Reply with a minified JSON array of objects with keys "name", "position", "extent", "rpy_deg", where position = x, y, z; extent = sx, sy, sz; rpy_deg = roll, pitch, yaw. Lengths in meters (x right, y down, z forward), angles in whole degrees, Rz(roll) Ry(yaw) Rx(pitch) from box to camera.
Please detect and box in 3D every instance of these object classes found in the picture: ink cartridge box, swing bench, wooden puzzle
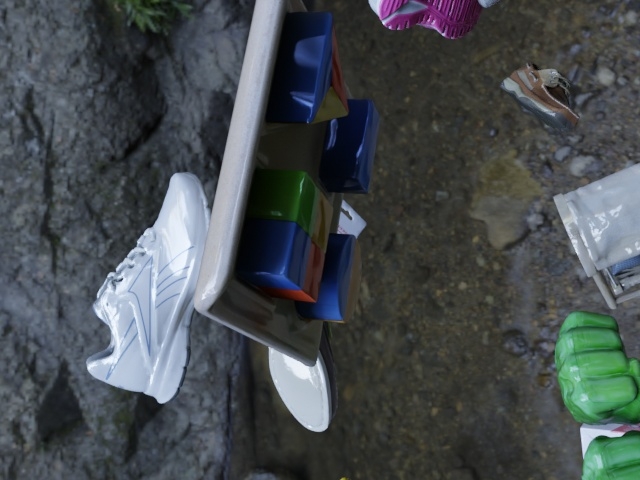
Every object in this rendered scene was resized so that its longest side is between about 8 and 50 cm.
[{"name":"ink cartridge box","position":[0.000,0.000,1.594],"extent":[0.181,0.104,0.062],"rpy_deg":[-50,14,-20]},{"name":"swing bench","position":[0.613,-0.021,1.437],"extent":[0.253,0.255,0.165],"rpy_deg":[-25,55,22]},{"name":"ink cartridge box","position":[0.569,0.342,1.422],"extent":[0.115,0.198,0.067],"rpy_deg":[-3,101,36]},{"name":"wooden puzzle","position":[-0.007,-0.053,0.755],"extent":[0.081,0.348,0.321],"rpy_deg":[5,74,14]}]

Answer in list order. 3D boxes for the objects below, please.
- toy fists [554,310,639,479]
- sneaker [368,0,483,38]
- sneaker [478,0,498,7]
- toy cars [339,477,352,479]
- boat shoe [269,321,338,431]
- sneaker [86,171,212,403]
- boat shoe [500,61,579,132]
[{"name":"toy fists","position":[0.333,0.216,0.871],"extent":[0.096,0.142,0.279],"rpy_deg":[-12,63,15]},{"name":"sneaker","position":[0.201,-0.462,1.474],"extent":[0.111,0.253,0.102],"rpy_deg":[55,135,44]},{"name":"sneaker","position":[0.198,-0.355,0.744],"extent":[0.151,0.094,0.255],"rpy_deg":[-9,68,22]},{"name":"toy cars","position":[0.057,0.448,1.020],"extent":[0.177,0.087,0.393],"rpy_deg":[-8,118,18]},{"name":"boat shoe","position":[-0.031,0.147,1.235],"extent":[0.117,0.097,0.324],"rpy_deg":[-10,104,39]},{"name":"sneaker","position":[-0.209,0.056,0.954],"extent":[0.111,0.130,0.296],"rpy_deg":[-157,80,-73]},{"name":"boat shoe","position":[0.560,-0.376,1.922],"extent":[0.120,0.123,0.324],"rpy_deg":[-49,27,15]}]
